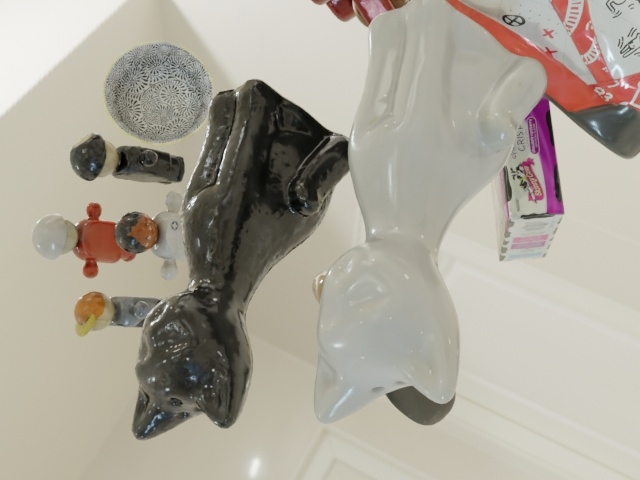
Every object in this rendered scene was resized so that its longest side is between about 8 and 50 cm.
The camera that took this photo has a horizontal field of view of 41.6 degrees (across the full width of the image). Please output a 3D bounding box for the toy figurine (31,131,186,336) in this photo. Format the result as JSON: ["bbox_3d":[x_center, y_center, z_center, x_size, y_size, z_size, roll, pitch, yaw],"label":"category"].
[{"bbox_3d":[-0.248,-0.005,1.049,0.148,0.210,0.213,7,-50,-45],"label":"toy figurine"}]

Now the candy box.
[{"bbox_3d":[0.269,-0.074,1.126,0.233,0.071,0.159,56,-151,-72],"label":"candy box"}]

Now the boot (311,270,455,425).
[{"bbox_3d":[0.098,0.157,1.286,0.112,0.305,0.115,-43,21,-9],"label":"boot"}]

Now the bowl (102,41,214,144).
[{"bbox_3d":[-0.253,-0.219,1.328,0.170,0.170,0.080,-62,2,-14],"label":"bowl"}]

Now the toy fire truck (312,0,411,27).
[{"bbox_3d":[0.094,-0.328,1.146,0.169,0.254,0.302,-30,-5,18],"label":"toy fire truck"}]

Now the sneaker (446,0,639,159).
[{"bbox_3d":[0.135,-0.177,0.491,0.145,0.270,0.090,-51,17,20],"label":"sneaker"}]

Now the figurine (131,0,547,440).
[{"bbox_3d":[0.000,0.000,0.431,0.092,0.214,0.210,40,-128,-32],"label":"figurine"}]
